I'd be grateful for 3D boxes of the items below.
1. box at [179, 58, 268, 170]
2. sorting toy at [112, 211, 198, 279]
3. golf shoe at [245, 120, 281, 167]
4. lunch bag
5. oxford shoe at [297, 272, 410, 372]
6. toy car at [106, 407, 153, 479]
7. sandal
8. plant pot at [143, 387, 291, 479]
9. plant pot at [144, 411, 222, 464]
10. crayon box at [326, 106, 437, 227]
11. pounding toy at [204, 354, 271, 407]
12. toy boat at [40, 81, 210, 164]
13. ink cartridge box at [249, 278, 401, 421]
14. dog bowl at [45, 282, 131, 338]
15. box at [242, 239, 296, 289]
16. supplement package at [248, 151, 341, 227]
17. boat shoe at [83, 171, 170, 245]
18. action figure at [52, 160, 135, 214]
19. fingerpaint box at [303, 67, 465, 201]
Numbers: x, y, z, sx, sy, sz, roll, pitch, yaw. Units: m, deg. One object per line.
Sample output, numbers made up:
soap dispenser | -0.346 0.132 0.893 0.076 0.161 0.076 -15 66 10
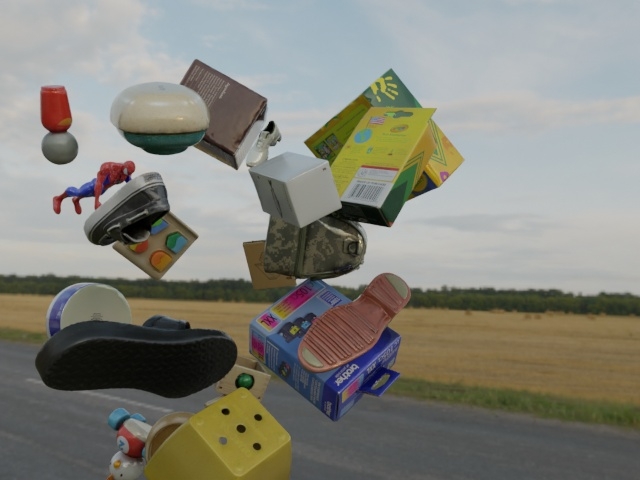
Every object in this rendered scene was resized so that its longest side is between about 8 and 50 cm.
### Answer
box | -0.258 -0.308 1.558 0.203 0.167 0.168 29 -9 -1
sorting toy | -0.522 0.006 1.993 0.193 0.208 0.038 44 0 -30
golf shoe | -0.188 -0.307 1.978 0.069 0.176 0.086 19 -30 16
lunch bag | 0.000 0.000 1.684 0.256 0.212 0.305 7 4 5
oxford shoe | 0.082 0.233 1.590 0.397 0.140 0.146 -29 -22 -40
toy car | -0.649 0.736 2.120 0.219 0.238 0.210 30 -14 26
sandal | -0.306 0.191 1.133 0.167 0.107 0.446 -45 -31 10
plant pot | -0.175 0.412 1.195 0.212 0.187 0.212 41 37 23
plant pot | -0.392 0.604 1.765 0.236 0.236 0.032 1 -2 11
crayon box | 0.143 -0.187 1.508 0.202 0.318 0.081 12 -30 39
pounding toy | -0.198 0.325 1.429 0.130 0.100 0.141 21 0 -20
toy boat | -0.374 -0.223 1.212 0.318 0.148 0.267 -3 22 -13
ink cartridge box | 0.033 0.305 1.736 0.395 0.151 0.270 34 52 26
dog bowl | -0.788 0.277 2.139 0.104 0.264 0.265 -4 -9 43
box | -0.184 0.086 2.296 0.165 0.201 0.021 -6 28 8
supplement package | -0.055 -0.109 1.285 0.105 0.105 0.179 -27 25 -22
boat shoe | -0.411 -0.037 1.346 0.301 0.102 0.108 -31 -9 40
action figure | -0.520 -0.096 1.490 0.280 0.139 0.091 -26 -12 34
fingerpaint box | 0.196 -0.300 2.074 0.163 0.371 0.445 -45 8 -26
